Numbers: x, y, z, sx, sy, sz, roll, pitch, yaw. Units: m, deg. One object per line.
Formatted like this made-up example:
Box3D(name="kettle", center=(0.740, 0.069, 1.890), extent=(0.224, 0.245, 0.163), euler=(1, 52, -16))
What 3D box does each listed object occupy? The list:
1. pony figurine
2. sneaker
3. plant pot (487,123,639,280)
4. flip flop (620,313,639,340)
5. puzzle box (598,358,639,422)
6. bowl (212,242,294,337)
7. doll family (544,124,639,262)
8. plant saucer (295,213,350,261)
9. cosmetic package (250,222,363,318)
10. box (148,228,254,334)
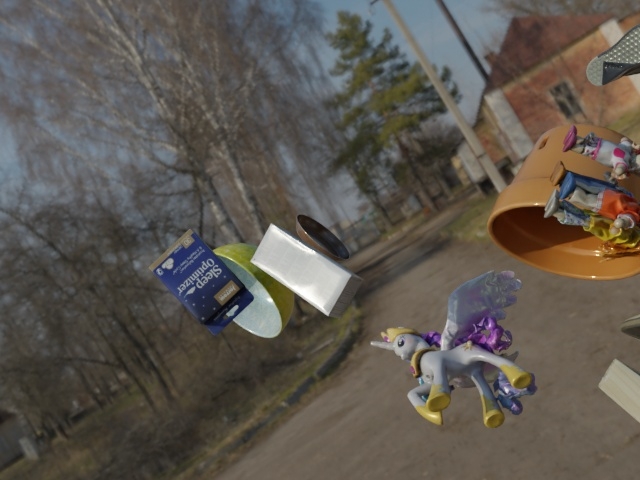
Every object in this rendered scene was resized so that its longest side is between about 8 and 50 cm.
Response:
Box3D(name="pony figurine", center=(0.320, 0.259, 1.668), extent=(0.351, 0.302, 0.363), euler=(-12, 23, -9))
Box3D(name="sneaker", center=(0.687, -0.404, 1.557), extent=(0.164, 0.086, 0.226), euler=(-21, -1, -28))
Box3D(name="plant pot", center=(0.479, -0.078, 1.393), extent=(0.203, 0.291, 0.291), euler=(-69, 13, -19))
Box3D(name="flip flop", center=(0.521, 0.093, 1.071), extent=(0.277, 0.112, 0.080), euler=(87, -152, -63))
Box3D(name="puzzle box", center=(0.582, 0.304, 0.952), extent=(0.052, 0.409, 0.272), euler=(-60, 3, 6))
Box3D(name="bowl", center=(-0.169, 0.106, 2.042), extent=(0.156, 0.289, 0.289), euler=(-44, 6, -32))
Box3D(name="doll family", center=(0.413, -0.054, 1.078), extent=(0.263, 0.163, 0.118), euler=(-60, -9, -53))
Box3D(name="plant saucer", center=(0.000, 0.000, 1.856), extent=(0.029, 0.168, 0.168), euler=(-51, -6, 15))
Box3D(name="cosmetic package", center=(-0.032, 0.063, 1.583), extent=(0.098, 0.239, 0.060), euler=(-59, -33, 4))
Box3D(name="box", center=(-0.277, 0.099, 1.764), extent=(0.136, 0.225, 0.036), euler=(-44, -4, -2))
